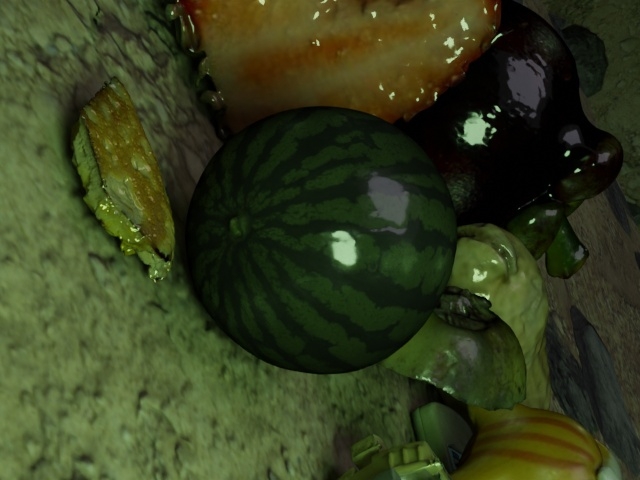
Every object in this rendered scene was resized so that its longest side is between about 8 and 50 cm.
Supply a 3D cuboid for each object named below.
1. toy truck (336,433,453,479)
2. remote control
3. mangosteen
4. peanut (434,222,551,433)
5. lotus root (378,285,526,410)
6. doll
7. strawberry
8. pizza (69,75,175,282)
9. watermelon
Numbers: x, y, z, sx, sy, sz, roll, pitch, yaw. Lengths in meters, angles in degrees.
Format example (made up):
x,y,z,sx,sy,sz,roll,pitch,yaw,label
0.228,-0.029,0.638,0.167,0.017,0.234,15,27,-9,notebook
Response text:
x,y,z,sx,sy,sz,roll,pitch,yaw,label
0.106,0.276,0.995,0.272,0.124,0.157,52,13,-20,toy truck
0.142,0.271,1.199,0.098,0.038,0.233,38,33,-48,remote control
0.169,-0.121,1.339,0.297,0.313,0.297,-32,132,-44,mangosteen
0.176,0.101,1.290,0.130,0.130,0.290,-91,174,-49,peanut
0.101,0.076,1.127,0.203,0.078,0.183,26,10,24,lotus root
0.231,0.268,1.134,0.270,0.162,0.167,58,26,-20,doll
0.003,-0.212,1.123,0.253,0.280,0.150,51,20,-8,strawberry
-0.146,-0.047,0.884,0.099,0.036,0.160,17,49,-63,pizza
0.000,0.000,0.938,0.212,0.212,0.212,50,25,-33,watermelon
